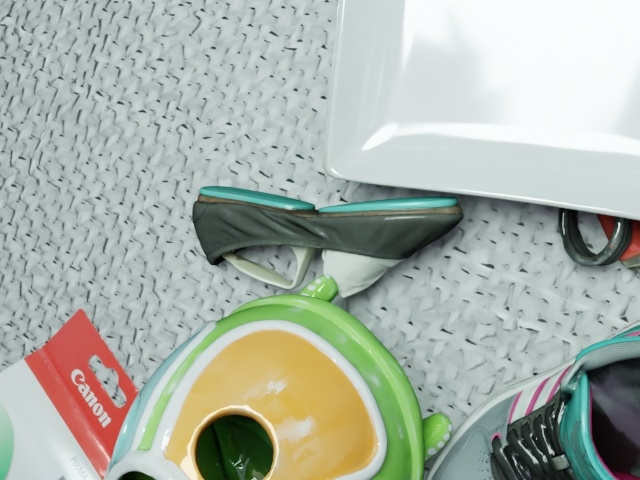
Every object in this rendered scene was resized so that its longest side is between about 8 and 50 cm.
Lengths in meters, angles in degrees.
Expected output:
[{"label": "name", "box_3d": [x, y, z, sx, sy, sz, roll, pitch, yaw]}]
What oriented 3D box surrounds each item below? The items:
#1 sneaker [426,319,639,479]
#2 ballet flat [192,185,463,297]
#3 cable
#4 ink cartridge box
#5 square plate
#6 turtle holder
[{"label": "sneaker", "box_3d": [0.192, 0.161, 0.522, 0.295, 0.178, 0.124, -40, 75, 14]}, {"label": "ballet flat", "box_3d": [0.000, 0.000, 0.656, 0.280, 0.095, 0.096, 5, 99, 30]}, {"label": "cable", "box_3d": [0.245, -0.092, 0.599, 0.139, 0.072, 0.287, -36, 63, 32]}, {"label": "ink cartridge box", "box_3d": [-0.308, 0.216, 0.771, 0.224, 0.056, 0.181, -44, 74, 14]}, {"label": "square plate", "box_3d": [0.181, -0.197, 0.515, 0.347, 0.049, 0.344, 10, 104, 20]}, {"label": "turtle holder", "box_3d": [-0.074, 0.192, 0.580, 0.320, 0.227, 0.244, -25, 90, 39]}]
